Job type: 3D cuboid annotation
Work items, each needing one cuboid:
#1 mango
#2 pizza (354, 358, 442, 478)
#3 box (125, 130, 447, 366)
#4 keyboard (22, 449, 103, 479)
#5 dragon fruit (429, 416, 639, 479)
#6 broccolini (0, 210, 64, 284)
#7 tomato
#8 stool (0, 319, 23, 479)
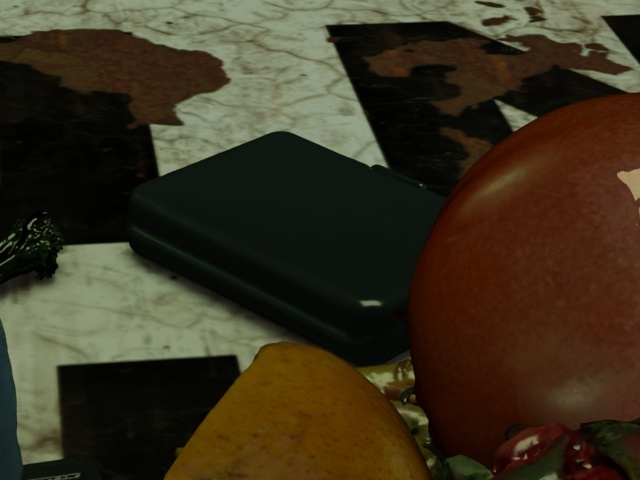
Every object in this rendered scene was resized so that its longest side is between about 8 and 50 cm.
[{"bbox_3d":[-0.021,0.152,0.849,0.154,0.126,0.252,20,36,-8],"label":"mango"},{"bbox_3d":[0.054,0.116,1.017,0.185,0.036,0.176,8,28,14],"label":"pizza"},{"bbox_3d":[0.000,0.000,1.222,0.230,0.050,0.160,25,36,38],"label":"box"},{"bbox_3d":[-0.191,0.134,0.963,0.381,0.041,0.103,-13,17,-13],"label":"keyboard"},{"bbox_3d":[0.139,0.187,0.696,0.293,0.233,0.234,42,43,20],"label":"dragon fruit"},{"bbox_3d":[-0.245,0.037,1.164,0.218,0.044,0.042,-29,55,-36],"label":"broccolini"},{"bbox_3d":[0.163,0.051,0.916,0.224,0.256,0.256,-36,15,25],"label":"tomato"},{"bbox_3d":[-0.288,0.116,0.708,0.310,0.310,0.226,-11,29,-28],"label":"stool"}]
